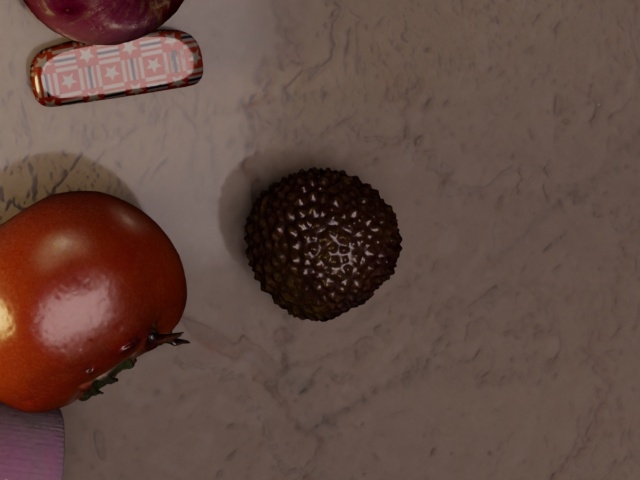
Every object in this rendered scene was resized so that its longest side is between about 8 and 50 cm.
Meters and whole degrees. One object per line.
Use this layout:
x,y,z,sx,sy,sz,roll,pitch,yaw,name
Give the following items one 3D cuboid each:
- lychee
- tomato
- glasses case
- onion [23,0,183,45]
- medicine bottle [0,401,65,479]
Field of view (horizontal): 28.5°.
0.000,0.000,1.490,0.188,0.188,0.188,-4,104,-16,lychee
-0.273,0.066,1.382,0.255,0.256,0.224,-33,94,-7,tomato
-0.232,-0.199,1.431,0.194,0.049,0.073,-10,105,-15,glasses case
-0.216,-0.306,1.349,0.200,0.200,0.207,27,67,-21,onion
-0.488,0.254,1.372,0.388,0.219,0.219,11,100,-18,medicine bottle
